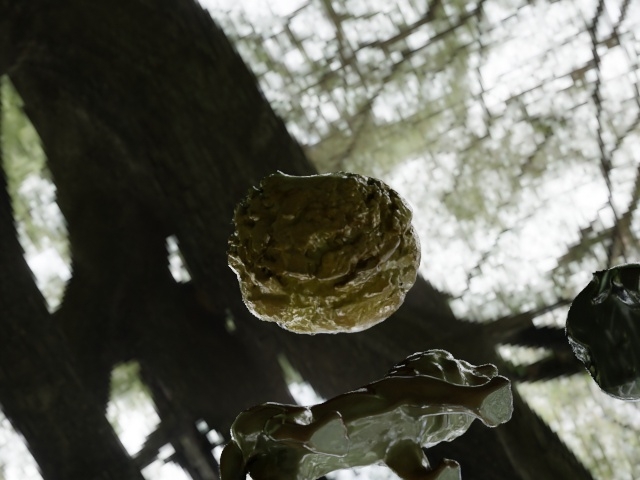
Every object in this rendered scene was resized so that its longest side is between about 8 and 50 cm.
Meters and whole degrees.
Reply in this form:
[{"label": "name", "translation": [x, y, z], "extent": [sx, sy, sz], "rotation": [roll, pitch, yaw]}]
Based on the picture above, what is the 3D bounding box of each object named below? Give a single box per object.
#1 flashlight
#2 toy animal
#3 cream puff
[{"label": "flashlight", "translation": [0.329, 0.048, 1.029], "extent": [0.103, 0.103, 0.424], "rotation": [-8, 179, 38]}, {"label": "toy animal", "translation": [0.030, 0.152, 1.039], "extent": [0.312, 0.097, 0.157], "rotation": [-11, -168, -25]}, {"label": "cream puff", "translation": [0.000, 0.000, 1.261], "extent": [0.189, 0.129, 0.189], "rotation": [-9, -145, 6]}]
